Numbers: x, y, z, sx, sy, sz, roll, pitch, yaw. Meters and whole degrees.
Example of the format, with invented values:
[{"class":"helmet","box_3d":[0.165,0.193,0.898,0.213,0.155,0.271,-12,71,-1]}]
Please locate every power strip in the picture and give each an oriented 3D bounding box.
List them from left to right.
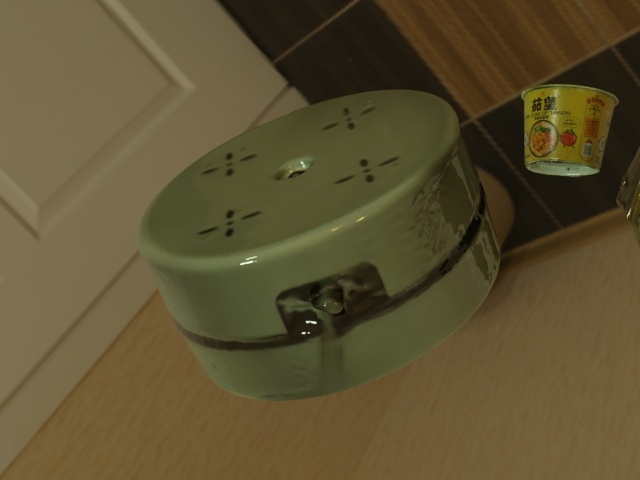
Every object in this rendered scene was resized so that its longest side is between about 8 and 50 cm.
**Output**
[{"class":"power strip","box_3d":[0.000,0.000,0.929,0.357,0.357,0.161,-2,122,36]}]

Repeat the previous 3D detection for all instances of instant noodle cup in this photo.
[{"class":"instant noodle cup","box_3d":[0.465,-0.202,1.800,0.182,0.144,0.182,7,174,1]}]

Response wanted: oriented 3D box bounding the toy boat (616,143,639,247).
[{"class":"toy boat","box_3d":[0.432,-0.164,0.921,0.162,0.136,0.445,35,118,37]}]
